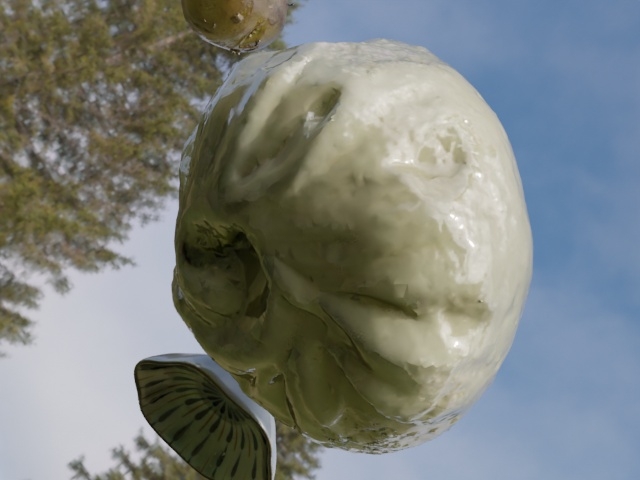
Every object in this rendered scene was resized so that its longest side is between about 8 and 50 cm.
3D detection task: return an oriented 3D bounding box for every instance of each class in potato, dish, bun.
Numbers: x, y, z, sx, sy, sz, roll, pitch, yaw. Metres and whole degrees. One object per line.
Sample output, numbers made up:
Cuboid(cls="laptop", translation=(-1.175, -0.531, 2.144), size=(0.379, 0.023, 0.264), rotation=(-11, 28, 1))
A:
Cuboid(cls="potato", translation=(-0.108, -0.303, 0.960), size=(0.137, 0.137, 0.176), rotation=(23, -35, 38))
Cuboid(cls="dish", translation=(-0.109, 0.178, 0.871), size=(0.190, 0.066, 0.191), rotation=(21, -46, 23))
Cuboid(cls="bun", translation=(0.000, 0.000, 0.678), size=(0.359, 0.211, 0.360), rotation=(8, -79, 45))
